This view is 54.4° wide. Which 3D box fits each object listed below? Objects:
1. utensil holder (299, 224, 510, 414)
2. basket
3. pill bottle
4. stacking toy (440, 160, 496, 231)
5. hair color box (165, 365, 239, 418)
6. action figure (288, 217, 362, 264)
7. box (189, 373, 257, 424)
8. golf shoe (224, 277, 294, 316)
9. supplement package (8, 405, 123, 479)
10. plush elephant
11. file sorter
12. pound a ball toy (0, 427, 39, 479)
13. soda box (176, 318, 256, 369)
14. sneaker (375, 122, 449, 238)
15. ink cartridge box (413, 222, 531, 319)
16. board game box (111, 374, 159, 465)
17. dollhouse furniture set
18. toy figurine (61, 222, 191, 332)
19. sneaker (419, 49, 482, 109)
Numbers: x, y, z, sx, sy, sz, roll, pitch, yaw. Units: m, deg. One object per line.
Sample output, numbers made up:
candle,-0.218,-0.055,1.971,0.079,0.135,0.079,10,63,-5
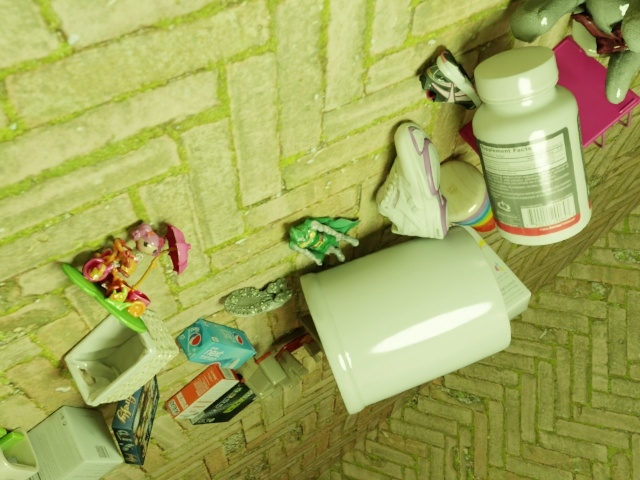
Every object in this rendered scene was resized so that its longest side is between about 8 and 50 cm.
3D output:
utensil holder,0.186,0.169,1.411,0.385,0.328,0.328,-20,154,-1
basket,-0.363,0.211,1.151,0.167,0.113,0.103,-40,158,9
pill bottle,0.368,-0.165,1.100,0.176,0.176,0.319,-29,120,-14
stacking toy,0.369,-0.083,1.510,0.141,0.141,0.330,-43,152,15
hair color box,-0.302,0.388,1.598,0.167,0.053,0.093,-41,156,7
action figure,0.000,0.000,1.295,0.137,0.063,0.232,-52,153,14
box,-0.255,0.453,1.777,0.190,0.045,0.184,-41,152,11
golf shoe,-0.141,0.143,1.365,0.176,0.069,0.086,-10,151,-41
supplement package,-0.575,0.482,1.322,0.244,0.134,0.139,-37,154,3
plush elephant,0.532,-0.371,1.080,0.330,0.271,0.255,-53,133,-18
file sorter,0.489,-0.235,1.340,0.290,0.202,0.182,-41,156,12
pound a ball toy,-0.711,0.467,1.127,0.319,0.136,0.208,-33,155,-7
soda box,-0.230,0.238,1.412,0.071,0.067,0.210,-39,154,7
sneaker,0.172,-0.104,1.263,0.152,0.114,0.305,-1,140,20
ink cartridge box,0.369,0.107,1.654,0.226,0.306,0.131,-35,155,-3
board game box,-0.387,0.359,1.323,0.042,0.165,0.243,8,145,-4
dollhouse furniture set,-0.100,0.298,1.654,0.259,0.135,0.262,-21,153,-53
toy figurine,-0.285,0.033,0.979,0.159,0.130,0.173,-47,131,-6
sneaker,0.227,-0.276,1.117,0.077,0.072,0.178,-30,152,23
